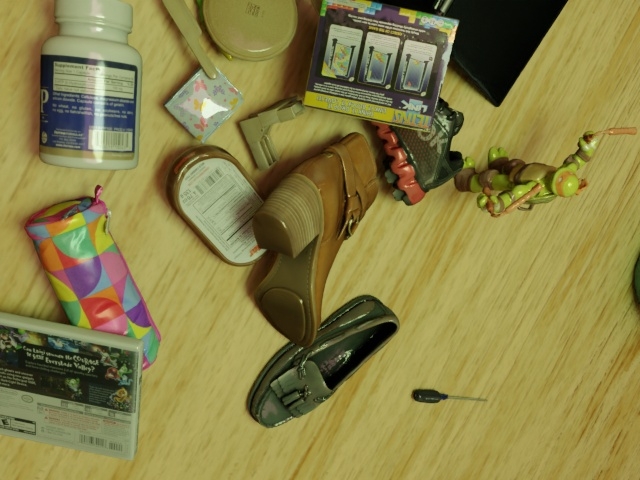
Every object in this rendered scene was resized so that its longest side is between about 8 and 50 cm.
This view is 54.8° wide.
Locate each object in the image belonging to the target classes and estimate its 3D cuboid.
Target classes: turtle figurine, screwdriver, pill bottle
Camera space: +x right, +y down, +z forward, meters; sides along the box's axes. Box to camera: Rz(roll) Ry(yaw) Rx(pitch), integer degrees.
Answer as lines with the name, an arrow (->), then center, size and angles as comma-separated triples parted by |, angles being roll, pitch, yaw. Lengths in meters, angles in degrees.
turtle figurine -> 0.322, -0.098, 0.931 | 0.269, 0.217, 0.087 | -32, 113, -14
screwdriver -> 0.233, 0.274, 1.090 | 0.169, 0.024, 0.025 | 6, 70, -31
pill bottle -> -0.264, -0.180, 0.715 | 0.111, 0.112, 0.187 | 1, 101, -24

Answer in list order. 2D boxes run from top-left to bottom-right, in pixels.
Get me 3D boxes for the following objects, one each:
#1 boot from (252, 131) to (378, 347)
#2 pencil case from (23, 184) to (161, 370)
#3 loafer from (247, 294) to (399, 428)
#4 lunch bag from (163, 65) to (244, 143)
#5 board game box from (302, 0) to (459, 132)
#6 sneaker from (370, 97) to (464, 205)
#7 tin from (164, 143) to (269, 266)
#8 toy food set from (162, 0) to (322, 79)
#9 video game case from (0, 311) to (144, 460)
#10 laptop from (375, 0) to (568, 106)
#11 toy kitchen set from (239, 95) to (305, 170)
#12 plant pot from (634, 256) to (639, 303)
boot -> 0.000, 0.000, 0.886 | 0.220, 0.109, 0.284 | -47, 142, -38
pencil case -> -0.278, 0.058, 0.771 | 0.104, 0.104, 0.237 | -22, 111, -18
loafer -> 0.006, 0.186, 0.930 | 0.267, 0.084, 0.096 | -41, 114, -10
lunch bag -> -0.149, -0.179, 0.799 | 0.083, 0.053, 0.071 | -45, 113, 2
board game box -> 0.073, -0.224, 0.781 | 0.170, 0.048, 0.141 | 12, 110, -3
sneaker -> 0.125, -0.188, 0.874 | 0.135, 0.098, 0.276 | -22, 114, 13
tin -> -0.127, -0.042, 0.825 | 0.106, 0.040, 0.190 | -41, 128, -5
toy food set -> -0.092, -0.294, 0.792 | 0.192, 0.038, 0.133 | -31, 99, -13
video game case -> -0.315, 0.181, 0.760 | 0.190, 0.022, 0.173 | 11, 113, 2
laptop -> 0.205, -0.469, 0.875 | 0.407, 0.236, 0.382 | 32, 98, 2
toy kitchen set -> -0.049, -0.150, 0.844 | 0.068, 0.083, 0.075 | -51, 125, -53
plant pot -> 0.747, 0.083, 1.149 | 0.292, 0.235, 0.293 | -5, 104, -22
